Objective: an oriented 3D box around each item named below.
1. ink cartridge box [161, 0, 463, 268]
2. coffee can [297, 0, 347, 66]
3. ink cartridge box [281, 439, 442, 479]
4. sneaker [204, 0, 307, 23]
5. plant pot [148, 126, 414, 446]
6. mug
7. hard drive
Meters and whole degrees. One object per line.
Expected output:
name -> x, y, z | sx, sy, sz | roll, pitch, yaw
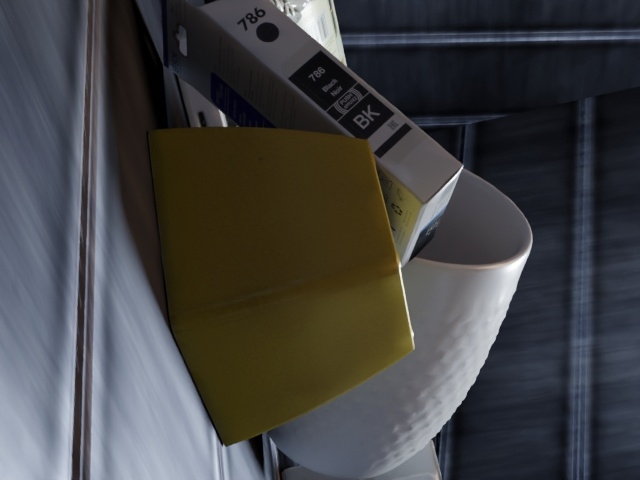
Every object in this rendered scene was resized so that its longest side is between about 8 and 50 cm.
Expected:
ink cartridge box -> -0.016, -0.125, 1.309 | 0.333, 0.065, 0.165 | 41, -20, 11
coffee can -> -0.065, -0.269, 1.962 | 0.201, 0.202, 0.275 | -101, 178, -48
ink cartridge box -> 0.073, 0.380, 1.808 | 0.270, 0.198, 0.197 | 65, 13, -79
sneaker -> -0.077, -0.292, 1.667 | 0.262, 0.121, 0.099 | -93, 169, -78
plant pot -> -0.026, 0.025, 1.186 | 0.212, 0.187, 0.212 | 75, 3, -53
mug -> 0.028, 0.069, 1.572 | 0.374, 0.276, 0.328 | 41, -55, 38
hard drive -> -0.135, -0.182, 1.673 | 0.307, 0.040, 0.203 | -99, 177, -70
